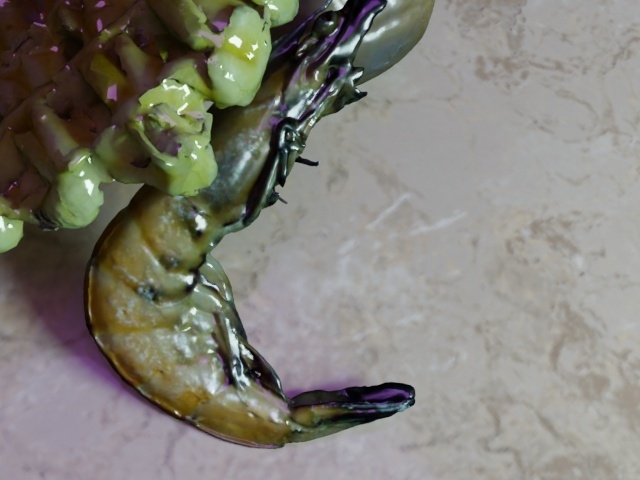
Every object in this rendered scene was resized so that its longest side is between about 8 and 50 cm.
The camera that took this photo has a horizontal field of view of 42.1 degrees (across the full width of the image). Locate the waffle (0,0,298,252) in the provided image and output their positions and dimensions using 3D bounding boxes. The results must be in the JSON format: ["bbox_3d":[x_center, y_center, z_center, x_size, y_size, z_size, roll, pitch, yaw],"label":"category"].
[{"bbox_3d":[-0.134,-0.141,0.453,0.297,0.073,0.317,1,61,34],"label":"waffle"}]

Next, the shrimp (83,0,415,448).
[{"bbox_3d":[0.000,0.000,0.466,0.198,0.051,0.262,37,93,-8],"label":"shrimp"}]

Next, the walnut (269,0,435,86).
[{"bbox_3d":[-0.001,-0.163,0.526,0.162,0.140,0.140,-28,73,-41],"label":"walnut"}]
